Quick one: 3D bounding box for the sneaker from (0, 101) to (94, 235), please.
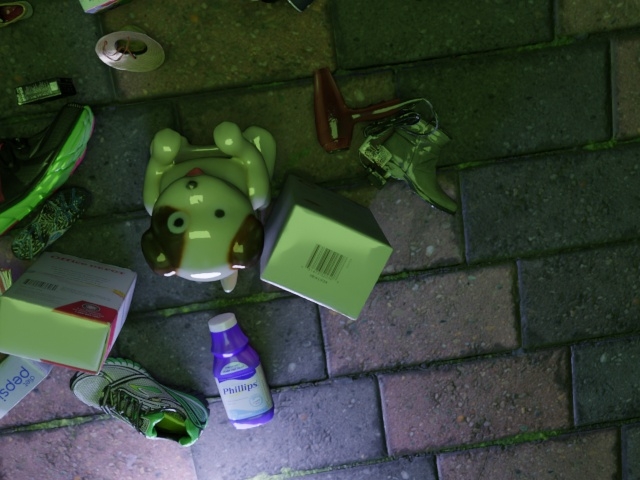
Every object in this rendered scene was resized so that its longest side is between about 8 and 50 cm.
[{"bbox_3d":[-0.688,-0.141,1.545,0.483,0.185,0.202,-38,108,5],"label":"sneaker"}]

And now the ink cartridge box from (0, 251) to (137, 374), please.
[{"bbox_3d":[-0.544,0.148,1.568,0.226,0.306,0.131,15,104,-7],"label":"ink cartridge box"}]

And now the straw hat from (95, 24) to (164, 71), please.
[{"bbox_3d":[-0.405,-0.427,1.545,0.145,0.144,0.061,1,65,-4],"label":"straw hat"}]

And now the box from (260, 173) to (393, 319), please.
[{"bbox_3d":[0.000,0.000,1.545,0.215,0.345,0.168,24,103,-10],"label":"box"}]

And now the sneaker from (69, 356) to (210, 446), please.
[{"bbox_3d":[-0.431,0.387,1.725,0.344,0.146,0.134,20,103,-8],"label":"sneaker"}]

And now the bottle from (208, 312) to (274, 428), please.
[{"bbox_3d":[-0.199,0.315,1.749,0.118,0.092,0.282,-15,106,1],"label":"bottle"}]

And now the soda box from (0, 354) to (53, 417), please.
[{"bbox_3d":[-0.773,0.364,1.723,0.286,0.091,0.098,-41,104,7],"label":"soda box"}]

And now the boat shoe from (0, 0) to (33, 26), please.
[{"bbox_3d":[-0.680,-0.477,1.523,0.135,0.045,0.050,-19,106,1],"label":"boat shoe"}]

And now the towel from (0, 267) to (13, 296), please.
[{"bbox_3d":[-0.762,0.133,1.656,0.197,0.029,0.144,-3,107,29],"label":"towel"}]

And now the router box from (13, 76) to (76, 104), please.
[{"bbox_3d":[-0.584,-0.318,1.534,0.092,0.122,0.038,-15,101,-1],"label":"router box"}]

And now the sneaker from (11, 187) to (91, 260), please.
[{"bbox_3d":[-0.611,-0.044,1.634,0.211,0.081,0.080,-42,103,-11],"label":"sneaker"}]

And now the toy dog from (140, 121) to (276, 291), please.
[{"bbox_3d":[-0.243,-0.053,1.482,0.285,0.408,0.395,5,104,-5],"label":"toy dog"}]

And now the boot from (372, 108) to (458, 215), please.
[{"bbox_3d":[0.253,-0.179,1.650,0.247,0.083,0.161,37,99,-8],"label":"boot"}]

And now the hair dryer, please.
[{"bbox_3d":[0.093,-0.277,1.610,0.294,0.080,0.223,38,93,-2],"label":"hair dryer"}]

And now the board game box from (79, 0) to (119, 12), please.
[{"bbox_3d":[-0.369,-0.582,1.467,0.275,0.142,0.144,-21,105,2],"label":"board game box"}]

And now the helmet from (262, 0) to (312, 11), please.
[{"bbox_3d":[-0.079,-0.556,1.485,0.162,0.169,0.169,0,106,13],"label":"helmet"}]
